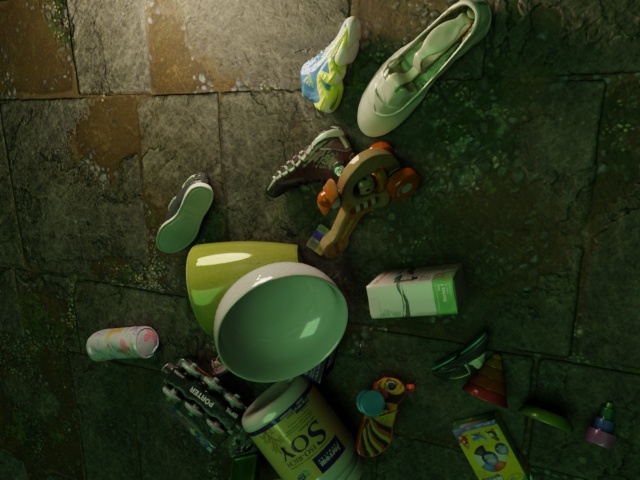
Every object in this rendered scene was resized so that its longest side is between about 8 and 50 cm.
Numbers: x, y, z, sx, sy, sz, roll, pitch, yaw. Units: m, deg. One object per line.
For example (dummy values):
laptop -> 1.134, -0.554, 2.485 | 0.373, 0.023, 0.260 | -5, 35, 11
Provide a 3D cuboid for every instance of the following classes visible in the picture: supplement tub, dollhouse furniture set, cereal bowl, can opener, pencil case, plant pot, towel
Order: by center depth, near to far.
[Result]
cereal bowl -> -0.109, 0.193, 1.233 | 0.141, 0.339, 0.338 | 54, 130, 55
plant pot -> -0.187, 0.112, 1.377 | 0.294, 0.275, 0.274 | -13, 98, 8
towel -> 0.000, 0.000, 1.386 | 0.060, 0.009, 0.083 | 39, 116, 12
supplement tub -> -0.048, 0.588, 1.424 | 0.241, 0.241, 0.331 | -37, 91, 27
dollhouse furniture set -> -0.130, 0.824, 1.618 | 0.302, 0.151, 0.197 | -17, 124, 11
can opener -> -0.208, 0.652, 1.626 | 0.283, 0.095, 0.075 | -38, 42, 24
pencil case -> -0.726, 0.383, 1.758 | 0.273, 0.113, 0.124 | -11, 108, 27

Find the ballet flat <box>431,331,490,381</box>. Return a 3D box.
ballet flat -> 0.382, 0.313, 1.260 | 0.074, 0.074, 0.203 | 48, 123, 7

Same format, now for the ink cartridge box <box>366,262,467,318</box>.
ink cartridge box -> 0.246, 0.127, 1.222 | 0.220, 0.160, 0.092 | -8, 99, 25

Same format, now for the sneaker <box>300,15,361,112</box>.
sneaker -> 0.013, -0.454, 1.218 | 0.126, 0.091, 0.240 | 27, 114, 17

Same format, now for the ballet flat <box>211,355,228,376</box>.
ballet flat -> -0.287, 0.388, 1.584 | 0.222, 0.077, 0.079 | -27, 88, 32

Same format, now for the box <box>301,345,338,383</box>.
box -> -0.056, 0.302, 1.434 | 0.207, 0.108, 0.153 | 19, 111, 19

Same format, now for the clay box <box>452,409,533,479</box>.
clay box -> 0.468, 0.582, 1.298 | 0.128, 0.053, 0.221 | -29, 89, 28

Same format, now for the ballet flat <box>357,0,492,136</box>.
ballet flat -> 0.216, -0.401, 1.117 | 0.400, 0.139, 0.139 | -41, 85, 27

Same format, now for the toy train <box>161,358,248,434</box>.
toy train -> -0.376, 0.516, 1.598 | 0.334, 0.190, 0.142 | 34, 79, 7

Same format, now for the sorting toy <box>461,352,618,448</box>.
sorting toy -> 0.552, 0.389, 1.203 | 0.366, 0.127, 0.126 | 18, 80, 17

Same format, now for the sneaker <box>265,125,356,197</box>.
sneaker -> -0.014, -0.164, 1.299 | 0.281, 0.106, 0.162 | -38, 89, 27

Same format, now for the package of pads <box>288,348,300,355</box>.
package of pads -> -0.060, 0.320, 1.350 | 0.083, 0.050, 0.031 | 23, 112, 18

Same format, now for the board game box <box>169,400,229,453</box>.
board game box -> -0.401, 0.614, 1.656 | 0.201, 0.136, 0.035 | 41, 116, 9

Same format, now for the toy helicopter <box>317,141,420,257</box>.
toy helicopter -> 0.073, -0.082, 1.223 | 0.140, 0.235, 0.354 | 55, 137, 31

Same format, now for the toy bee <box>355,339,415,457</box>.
toy bee -> 0.183, 0.446, 1.336 | 0.162, 0.195, 0.297 | 4, 95, -1

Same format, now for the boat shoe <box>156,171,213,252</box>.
boat shoe -> -0.425, -0.083, 1.517 | 0.114, 0.091, 0.302 | 27, 121, -32
